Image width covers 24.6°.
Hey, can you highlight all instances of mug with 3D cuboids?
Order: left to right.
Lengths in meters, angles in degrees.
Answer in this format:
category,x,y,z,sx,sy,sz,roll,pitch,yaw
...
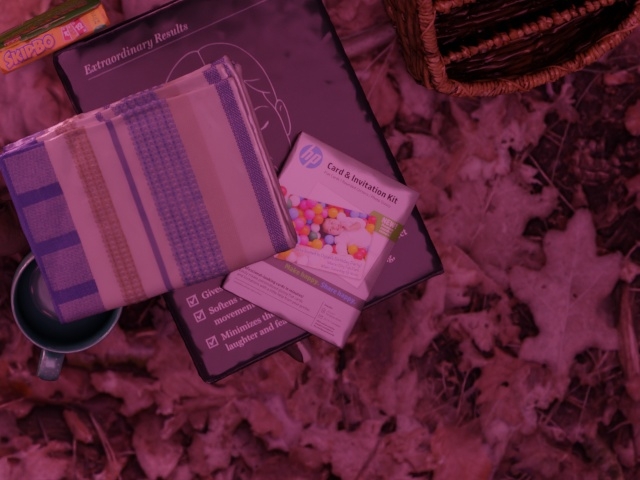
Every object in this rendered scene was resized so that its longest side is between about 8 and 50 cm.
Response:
category,x,y,z,sx,sy,sz,roll,pitch,yaw
mug,-0.309,0.069,1.732,0.158,0.097,0.129,-43,105,-1

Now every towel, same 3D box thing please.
category,x,y,z,sx,sy,sz,roll,pitch,yaw
towel,-0.180,-0.047,1.522,0.285,0.034,0.209,-19,95,15

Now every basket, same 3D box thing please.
category,x,y,z,sx,sy,sz,roll,pitch,yaw
basket,0.244,-0.282,1.722,0.299,0.223,0.213,-20,102,-9

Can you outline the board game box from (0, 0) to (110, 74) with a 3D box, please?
category,x,y,z,sx,sy,sz,roll,pitch,yaw
board game box,-0.297,-0.228,1.602,0.124,0.259,0.039,-27,103,-6

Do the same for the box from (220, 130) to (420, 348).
category,x,y,z,sx,sy,sz,roll,pitch,yaw
box,0.000,0.000,1.552,0.145,0.038,0.186,28,86,-6

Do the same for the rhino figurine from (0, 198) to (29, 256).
category,x,y,z,sx,sy,sz,roll,pitch,yaw
rhino figurine,-0.391,-0.028,1.713,0.243,0.073,0.106,-20,98,-9

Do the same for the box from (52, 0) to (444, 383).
category,x,y,z,sx,sy,sz,roll,pitch,yaw
box,-0.086,-0.082,1.666,0.293,0.212,0.395,-25,94,-6

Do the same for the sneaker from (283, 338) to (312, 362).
category,x,y,z,sx,sy,sz,roll,pitch,yaw
sneaker,-0.077,0.101,1.810,0.065,0.061,0.158,-44,95,10
